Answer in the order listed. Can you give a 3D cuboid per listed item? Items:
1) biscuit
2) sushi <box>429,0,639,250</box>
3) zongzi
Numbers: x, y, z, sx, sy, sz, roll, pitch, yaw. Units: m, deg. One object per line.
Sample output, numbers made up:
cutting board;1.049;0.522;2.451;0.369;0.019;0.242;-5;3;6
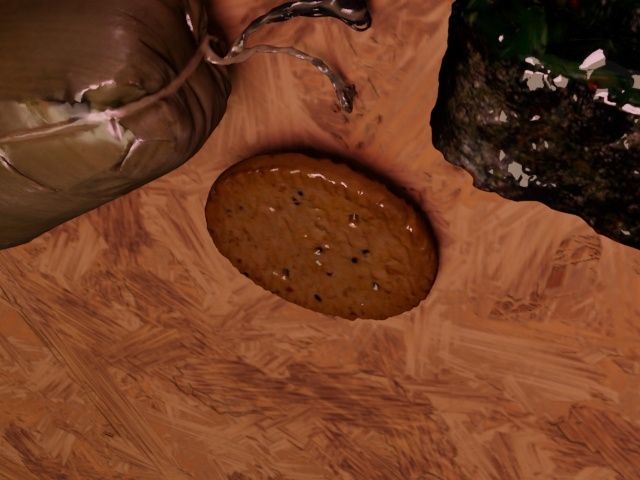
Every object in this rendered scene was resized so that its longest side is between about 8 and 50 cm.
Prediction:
biscuit;0.000;-0.001;0.861;0.187;0.027;0.188;14;146;10
sushi;0.175;-0.079;0.613;0.225;0.124;0.127;25;139;19
zongzi;-0.235;-0.169;0.761;0.447;0.181;0.418;-17;119;40
